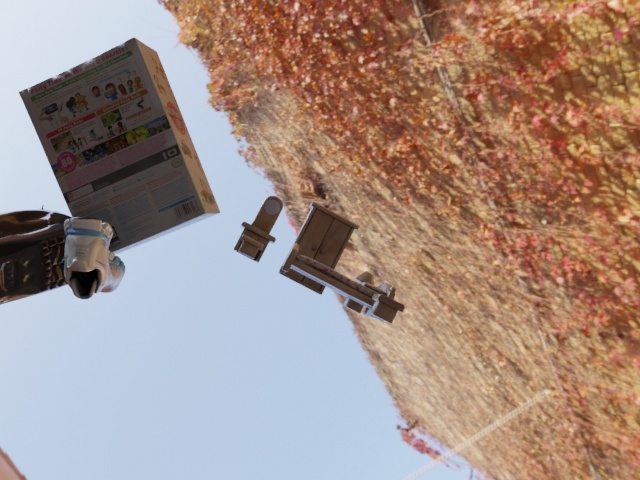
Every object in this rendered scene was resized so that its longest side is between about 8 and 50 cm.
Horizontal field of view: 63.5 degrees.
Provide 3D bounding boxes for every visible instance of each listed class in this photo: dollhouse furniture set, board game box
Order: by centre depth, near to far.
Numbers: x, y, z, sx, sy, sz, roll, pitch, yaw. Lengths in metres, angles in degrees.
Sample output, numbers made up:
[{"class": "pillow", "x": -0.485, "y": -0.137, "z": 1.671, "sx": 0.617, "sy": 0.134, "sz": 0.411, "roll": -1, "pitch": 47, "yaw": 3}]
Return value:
[{"class": "board game box", "x": -0.333, "y": -0.147, "z": 0.877, "sx": 0.224, "sy": 0.097, "sz": 0.303, "roll": -21, "pitch": -86, "yaw": 8}, {"class": "dollhouse furniture set", "x": 0.000, "y": 0.000, "z": 0.967, "sx": 0.303, "sy": 0.355, "sz": 0.173, "roll": 27, "pitch": -97, "yaw": -5}]

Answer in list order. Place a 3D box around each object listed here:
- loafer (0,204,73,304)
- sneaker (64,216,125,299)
[{"class": "loafer", "x": -0.492, "y": 0.030, "z": 0.697, "sx": 0.366, "sy": 0.130, "sz": 0.133, "roll": -13, "pitch": -52, "yaw": -56}, {"class": "sneaker", "x": -0.310, "y": 0.045, "z": 0.692, "sx": 0.071, "sy": 0.190, "sz": 0.083, "roll": 3, "pitch": -116, "yaw": -10}]
